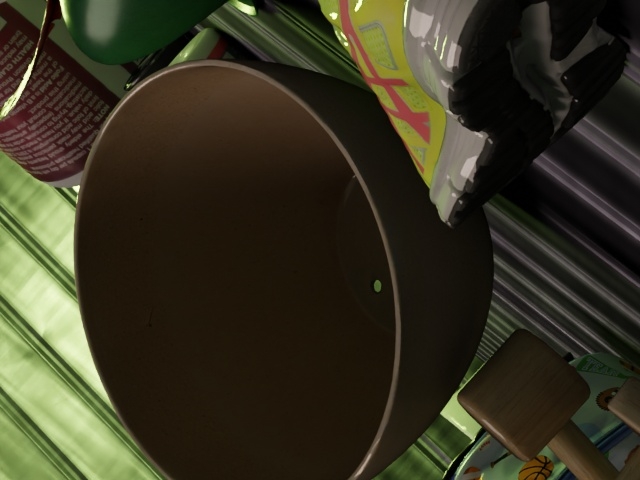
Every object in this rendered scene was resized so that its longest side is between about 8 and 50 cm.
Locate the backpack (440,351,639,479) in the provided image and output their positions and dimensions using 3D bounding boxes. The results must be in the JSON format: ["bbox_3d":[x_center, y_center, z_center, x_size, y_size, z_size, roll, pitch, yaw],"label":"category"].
[{"bbox_3d":[0.232,0.232,1.236,0.263,0.276,0.213,49,168,-33],"label":"backpack"}]

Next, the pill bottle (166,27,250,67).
[{"bbox_3d":[-0.064,-0.091,1.354,0.180,0.108,0.108,40,178,-13],"label":"pill bottle"}]

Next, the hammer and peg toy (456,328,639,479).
[{"bbox_3d":[0.261,0.160,0.835,0.361,0.127,0.266,37,179,43],"label":"hammer and peg toy"}]

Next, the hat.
[{"bbox_3d":[-0.160,-0.136,1.023,0.173,0.183,0.208,38,177,20],"label":"hat"}]

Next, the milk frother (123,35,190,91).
[{"bbox_3d":[-0.129,-0.152,1.599,0.134,0.129,0.143,40,-139,-15],"label":"milk frother"}]

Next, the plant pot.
[{"bbox_3d":[0.003,0.019,0.996,0.191,0.284,0.284,-12,-139,-46],"label":"plant pot"}]

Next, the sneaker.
[{"bbox_3d":[0.043,-0.074,0.509,0.094,0.081,0.208,46,173,16],"label":"sneaker"}]

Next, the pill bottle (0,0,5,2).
[{"bbox_3d":[-0.281,-0.262,1.109,0.136,0.136,0.246,39,178,6],"label":"pill bottle"}]

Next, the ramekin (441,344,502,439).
[{"bbox_3d":[0.282,0.233,1.778,0.277,0.135,0.277,40,178,2],"label":"ramekin"}]

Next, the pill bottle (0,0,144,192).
[{"bbox_3d":[-0.318,-0.202,1.790,0.392,0.224,0.224,42,177,-36],"label":"pill bottle"}]
